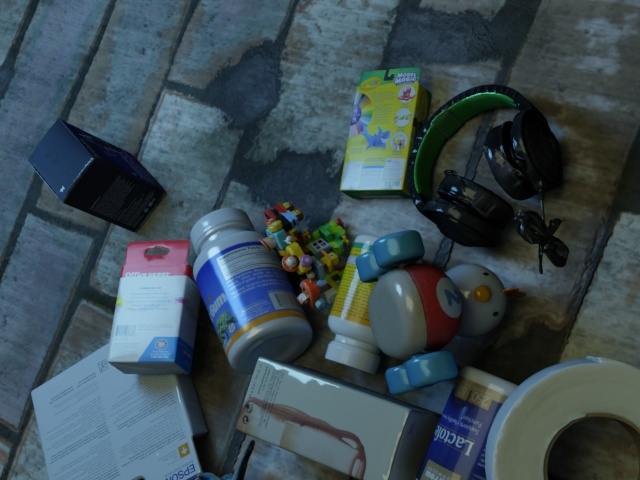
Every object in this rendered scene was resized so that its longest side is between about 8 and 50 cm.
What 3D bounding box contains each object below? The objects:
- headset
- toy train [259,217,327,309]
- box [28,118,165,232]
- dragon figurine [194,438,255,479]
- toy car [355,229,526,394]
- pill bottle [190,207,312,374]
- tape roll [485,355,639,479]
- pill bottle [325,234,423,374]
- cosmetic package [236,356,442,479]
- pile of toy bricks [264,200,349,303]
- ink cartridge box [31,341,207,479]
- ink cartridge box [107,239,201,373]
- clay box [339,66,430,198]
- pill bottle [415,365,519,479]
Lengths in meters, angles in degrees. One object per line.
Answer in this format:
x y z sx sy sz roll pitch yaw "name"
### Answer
0.259 -0.097 1.725 0.243 0.185 0.394 -45 44 13 "headset"
-0.053 0.042 1.883 0.046 0.125 0.166 -30 61 -17 "toy train"
-0.431 -0.123 2.174 0.108 0.207 0.153 -52 54 8 "box"
-0.166 0.465 1.878 0.289 0.085 0.144 -44 56 14 "dragon figurine"
0.202 0.092 1.678 0.238 0.210 0.219 -13 80 -14 "toy car"
-0.130 0.081 1.942 0.152 0.152 0.272 -38 57 17 "pill bottle"
0.364 0.298 1.494 0.286 0.100 0.286 0 86 3 "tape roll"
0.081 0.105 1.817 0.118 0.118 0.208 14 83 36 "pill bottle"
0.035 0.289 1.766 0.296 0.153 0.129 14 84 37 "cosmetic package"
0.000 0.000 1.927 0.105 0.118 0.212 -30 43 -16 "pile of toy bricks"
-0.364 0.350 2.058 0.324 0.071 0.330 -31 60 18 "ink cartridge box"
-0.291 0.119 2.016 0.134 0.078 0.231 -2 66 18 "ink cartridge box"
0.114 -0.183 1.931 0.128 0.053 0.222 2 74 34 "clay box"
0.226 0.327 1.624 0.153 0.153 0.264 20 86 36 "pill bottle"
